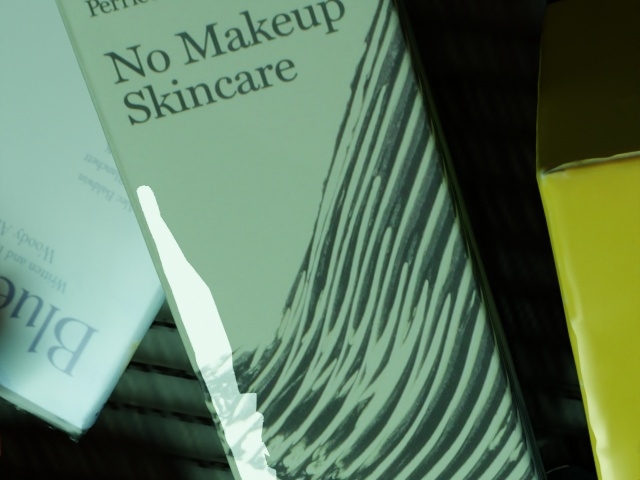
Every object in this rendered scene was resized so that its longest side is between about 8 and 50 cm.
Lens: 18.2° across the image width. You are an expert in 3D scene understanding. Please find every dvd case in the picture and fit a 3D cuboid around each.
[{"bbox_3d":[-0.113,-0.064,0.767,0.180,0.022,0.253,29,111,-5],"label":"dvd case"}]

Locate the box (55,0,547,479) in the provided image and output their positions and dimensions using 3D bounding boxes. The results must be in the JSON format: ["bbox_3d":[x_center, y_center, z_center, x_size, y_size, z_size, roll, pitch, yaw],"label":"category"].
[{"bbox_3d":[0.000,0.000,0.721,0.113,0.094,0.275,-17,115,7],"label":"box"}]

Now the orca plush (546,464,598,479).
[{"bbox_3d":[0.029,0.220,0.814,0.287,0.102,0.151,-40,102,18],"label":"orca plush"}]

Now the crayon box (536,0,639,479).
[{"bbox_3d":[0.134,0.039,0.681,0.083,0.203,0.323,-9,109,10],"label":"crayon box"}]
